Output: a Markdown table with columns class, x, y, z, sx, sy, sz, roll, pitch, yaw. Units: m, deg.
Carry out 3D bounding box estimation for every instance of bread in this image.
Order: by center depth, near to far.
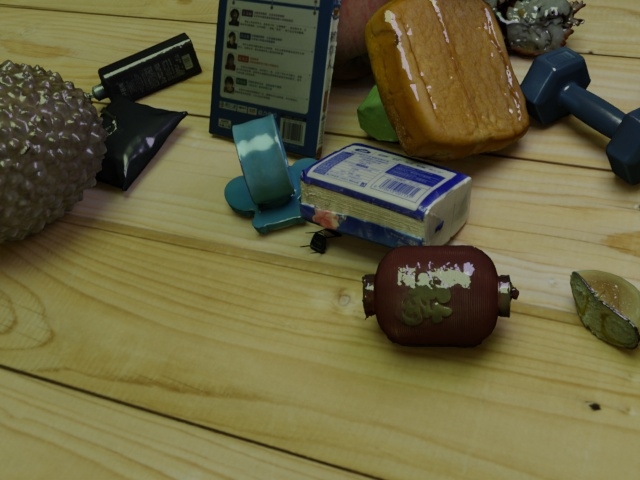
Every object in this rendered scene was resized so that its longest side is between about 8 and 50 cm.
| class | x | y | z | sx | sy | sz | roll | pitch | yaw |
| --- | --- | --- | --- | --- | --- | --- | --- | --- | --- |
| bread | 0.477 | 0.102 | 1.330 | 0.094 | 0.083 | 0.157 | -37 | 53 | -23 |
| bread | 0.231 | -0.315 | 1.592 | 0.328 | 0.148 | 0.337 | -18 | 85 | -36 |

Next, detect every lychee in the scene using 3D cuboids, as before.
| class | x | y | z | sx | sy | sz | roll | pitch | yaw |
| --- | --- | --- | --- | --- | --- | --- | --- | --- | --- |
| lychee | -0.654 | -0.185 | 1.653 | 0.432 | 0.380 | 0.380 | -22 | 47 | -3 |

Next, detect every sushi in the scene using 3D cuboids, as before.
| class | x | y | z | sx | sy | sz | roll | pitch | yaw |
| --- | --- | --- | --- | --- | --- | --- | --- | --- | --- |
| sushi | 0.429 | -0.490 | 1.838 | 0.332 | 0.130 | 0.124 | 8 | 48 | 20 |

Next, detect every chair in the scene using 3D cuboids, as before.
| class | x | y | z | sx | sy | sz | roll | pitch | yaw |
| --- | --- | --- | --- | --- | --- | --- | --- | --- | --- |
| chair | 0.000 | 0.002 | 1.571 | 0.037 | 0.042 | 0.086 | 30 | 26 | 32 |

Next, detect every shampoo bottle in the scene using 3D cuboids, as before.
| class | x | y | z | sx | sy | sz | roll | pitch | yaw |
| --- | --- | --- | --- | --- | --- | --- | --- | --- | --- |
| shampoo bottle | -0.451 | -0.403 | 1.994 | 0.309 | 0.098 | 0.071 | -27 | 48 | -12 |

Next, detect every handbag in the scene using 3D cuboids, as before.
| class | x | y | z | sx | sy | sz | roll | pitch | yaw |
| --- | --- | --- | --- | --- | --- | --- | --- | --- | --- |
| handbag | -0.455 | -0.232 | 1.851 | 0.211 | 0.089 | 0.254 | 18 | 59 | 24 |

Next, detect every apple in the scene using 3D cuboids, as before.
| class | x | y | z | sx | sy | sz | roll | pitch | yaw |
| --- | --- | --- | --- | --- | --- | --- | --- | --- | --- |
| apple | 0.070 | -0.504 | 1.822 | 0.344 | 0.269 | 0.345 | -17 | 10 | 3 |

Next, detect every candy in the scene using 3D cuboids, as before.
| class | x | y | z | sx | sy | sz | roll | pitch | yaw |
| --- | --- | --- | --- | --- | --- | --- | --- | --- | --- |
| candy | 0.209 | -0.354 | 1.771 | 0.142 | 0.132 | 0.343 | 26 | 58 | 22 |

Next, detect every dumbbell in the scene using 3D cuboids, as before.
| class | x | y | z | sx | sy | sz | roll | pitch | yaw |
| --- | --- | --- | --- | --- | --- | --- | --- | --- | --- |
| dumbbell | 0.541 | -0.248 | 1.584 | 0.144 | 0.160 | 0.325 | -46 | 51 | 2 |

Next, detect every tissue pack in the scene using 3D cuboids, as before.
| class | x | y | z | sx | sy | sz | roll | pitch | yaw |
| --- | --- | --- | --- | --- | --- | --- | --- | --- | --- |
| tissue pack | 0.120 | -0.075 | 1.518 | 0.269 | 0.137 | 0.209 | 19 | 30 | 26 |

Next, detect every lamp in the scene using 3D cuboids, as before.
| class | x | y | z | sx | sy | sz | roll | pitch | yaw |
| --- | --- | --- | --- | --- | --- | --- | --- | --- | --- |
| lamp | 0.198 | 0.097 | 1.350 | 0.258 | 0.180 | 0.180 | 1 | 49 | 12 |

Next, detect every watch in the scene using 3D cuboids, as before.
| class | x | y | z | sx | sy | sz | roll | pitch | yaw |
| --- | --- | --- | --- | --- | --- | --- | --- | --- | --- |
| watch | -0.105 | -0.143 | 1.614 | 0.210 | 0.193 | 0.211 | -8 | 46 | 9 |

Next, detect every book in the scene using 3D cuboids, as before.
| class | x | y | z | sx | sy | sz | roll | pitch | yaw |
| --- | --- | --- | --- | --- | --- | --- | --- | --- | --- |
| book | -0.103 | -0.413 | 1.737 | 0.300 | 0.428 | 0.039 | 17 | 19 | 28 |
